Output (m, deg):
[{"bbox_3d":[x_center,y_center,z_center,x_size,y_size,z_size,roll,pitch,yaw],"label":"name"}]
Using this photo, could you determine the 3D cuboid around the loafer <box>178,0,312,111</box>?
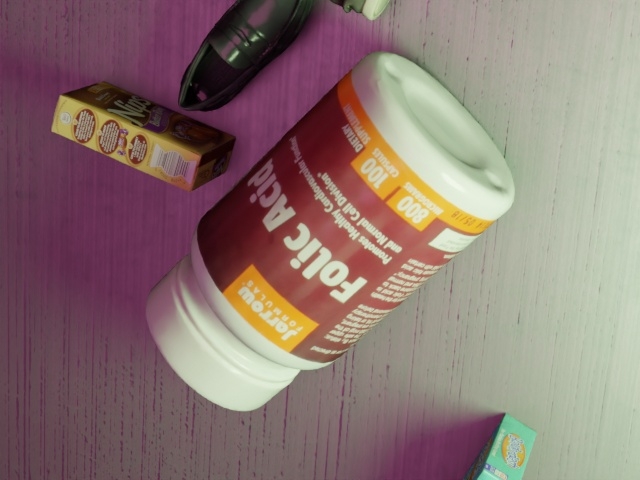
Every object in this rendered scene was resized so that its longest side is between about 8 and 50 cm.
[{"bbox_3d":[-0.086,-0.220,1.406,0.076,0.078,0.223,46,127,1],"label":"loafer"}]

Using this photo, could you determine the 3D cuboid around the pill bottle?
[{"bbox_3d":[0.000,0.000,1.382,0.224,0.224,0.392,47,113,1],"label":"pill bottle"}]

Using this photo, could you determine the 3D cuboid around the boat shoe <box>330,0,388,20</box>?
[{"bbox_3d":[0.082,-0.393,1.309,0.096,0.112,0.335,28,115,4],"label":"boat shoe"}]

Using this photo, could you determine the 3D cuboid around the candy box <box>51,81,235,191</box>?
[{"bbox_3d":[-0.207,-0.125,1.479,0.187,0.109,0.053,22,111,11],"label":"candy box"}]

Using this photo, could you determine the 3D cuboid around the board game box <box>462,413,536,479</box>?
[{"bbox_3d":[0.169,0.320,1.452,0.047,0.160,0.210,31,113,7],"label":"board game box"}]
